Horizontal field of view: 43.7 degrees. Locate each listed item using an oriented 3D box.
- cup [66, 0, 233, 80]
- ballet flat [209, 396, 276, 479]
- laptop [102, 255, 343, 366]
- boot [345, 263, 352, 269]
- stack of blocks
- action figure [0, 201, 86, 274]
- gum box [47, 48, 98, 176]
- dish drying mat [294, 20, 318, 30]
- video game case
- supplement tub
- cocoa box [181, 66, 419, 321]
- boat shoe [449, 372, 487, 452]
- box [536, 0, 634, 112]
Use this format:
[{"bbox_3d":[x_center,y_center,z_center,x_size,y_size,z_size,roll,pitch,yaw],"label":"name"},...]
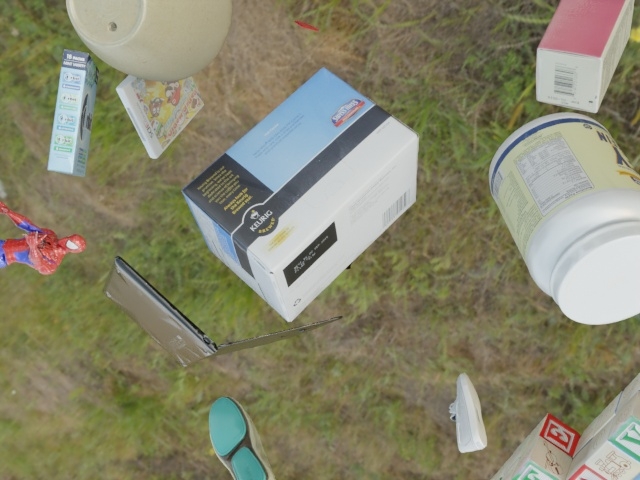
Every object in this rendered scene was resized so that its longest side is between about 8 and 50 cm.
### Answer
[{"bbox_3d":[-0.373,-0.476,1.601,0.331,0.237,0.331,5,107,15],"label":"cup"},{"bbox_3d":[-0.131,0.376,1.399,0.248,0.086,0.086,55,168,53],"label":"ballet flat"},{"bbox_3d":[-0.228,0.137,1.718,0.408,0.236,0.382,43,157,-5],"label":"laptop"},{"bbox_3d":[0.000,0.000,2.030,0.115,0.112,0.305,34,-177,32],"label":"boot"},{"bbox_3d":[0.300,0.275,0.870,0.171,0.087,0.297,34,130,11],"label":"stack of blocks"},{"bbox_3d":[-0.495,0.001,1.180,0.280,0.091,0.139,-6,145,-10],"label":"action figure"},{"bbox_3d":[-0.393,-0.198,1.279,0.041,0.184,0.157,7,-179,-10],"label":"gum box"},{"bbox_3d":[-0.037,-0.582,2.165,0.032,0.083,0.008,39,112,23],"label":"dish drying mat"},{"bbox_3d":[-0.383,-0.349,1.942,0.026,0.227,0.206,9,138,29],"label":"video game case"},{"bbox_3d":[0.444,-0.042,1.367,0.235,0.325,0.235,-6,133,-6],"label":"supplement tub"},{"bbox_3d":[-0.026,-0.080,1.403,0.228,0.347,0.231,40,163,22],"label":"cocoa box"},{"bbox_3d":[0.300,0.360,1.665,0.063,0.184,0.066,-24,134,19],"label":"boat shoe"},{"bbox_3d":[0.526,-0.394,1.588,0.126,0.232,0.149,17,150,25],"label":"box"}]
